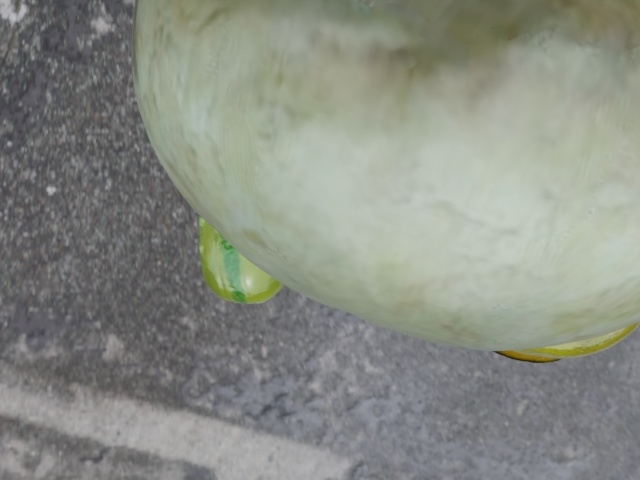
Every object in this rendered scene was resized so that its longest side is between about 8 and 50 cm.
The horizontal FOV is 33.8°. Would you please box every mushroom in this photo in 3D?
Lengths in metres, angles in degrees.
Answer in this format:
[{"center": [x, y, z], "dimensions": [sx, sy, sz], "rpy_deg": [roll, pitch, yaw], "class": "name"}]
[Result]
[{"center": [0.067, -0.090, 0.563], "dimensions": [0.352, 0.352, 0.260], "rpy_deg": [13, 109, -19], "class": "mushroom"}]

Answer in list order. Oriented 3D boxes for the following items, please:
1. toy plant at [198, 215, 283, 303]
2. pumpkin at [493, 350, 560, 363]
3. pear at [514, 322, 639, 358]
[{"center": [0.000, 0.000, 1.481], "dimensions": [0.315, 0.184, 0.224], "rpy_deg": [-2, 121, 8], "class": "toy plant"}, {"center": [0.396, 0.125, 1.771], "dimensions": [0.312, 0.169, 0.148], "rpy_deg": [-14, 163, 9], "class": "pumpkin"}, {"center": [0.371, 0.041, 1.578], "dimensions": [0.294, 0.294, 0.294], "rpy_deg": [-5, 119, -10], "class": "pear"}]
